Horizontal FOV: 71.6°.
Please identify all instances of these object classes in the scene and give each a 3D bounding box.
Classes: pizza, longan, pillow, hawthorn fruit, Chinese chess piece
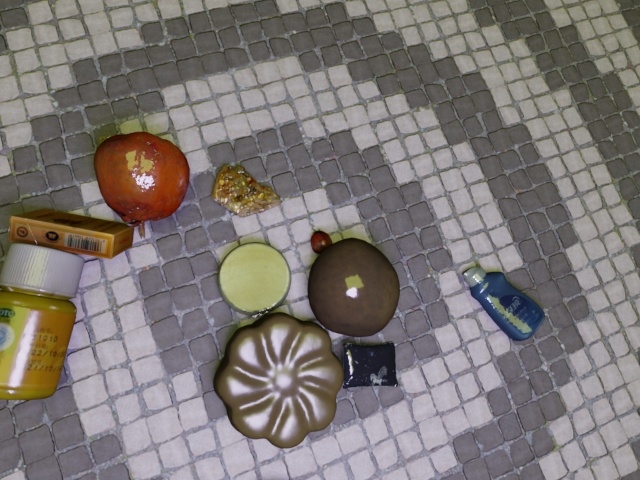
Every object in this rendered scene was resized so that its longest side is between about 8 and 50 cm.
[{"bbox_3d":[-0.247,-0.151,1.440,0.226,0.069,0.147,36,73,0],"label":"pizza"},{"bbox_3d":[0.098,0.137,1.328,0.297,0.297,0.298,2,77,-8],"label":"longan"},{"bbox_3d":[0.155,0.385,1.365,0.208,0.055,0.142,6,75,-32],"label":"pillow"},{"bbox_3d":[-0.524,-0.157,1.314,0.275,0.276,0.308,-1,92,-9],"label":"hawthorn fruit"},{"bbox_3d":[0.001,0.005,1.442,0.077,0.077,0.077,2,77,-8],"label":"hawthorn fruit"},{"bbox_3d":[-0.204,0.122,1.374,0.237,0.092,0.238,2,77,-9],"label":"Chinese chess piece"}]

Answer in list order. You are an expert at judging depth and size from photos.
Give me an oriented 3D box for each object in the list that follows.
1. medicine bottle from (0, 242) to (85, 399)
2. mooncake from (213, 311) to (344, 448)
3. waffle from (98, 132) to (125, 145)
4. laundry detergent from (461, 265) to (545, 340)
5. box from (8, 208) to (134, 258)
[{"bbox_3d":[-0.786,0.215,1.196,0.224,0.224,0.385,11,77,-6],"label":"medicine bottle"},{"bbox_3d":[-0.113,0.392,1.273,0.377,0.201,0.379,2,78,-9],"label":"mooncake"},{"bbox_3d":[-0.661,-0.276,1.429,0.092,0.021,0.135,-11,79,-12],"label":"waffle"},{"bbox_3d":[0.599,0.192,1.479,0.290,0.094,0.143,45,79,2],"label":"laundry detergent"},{"bbox_3d":[-0.706,-0.023,1.282,0.273,0.174,0.076,11,99,-6],"label":"box"}]
